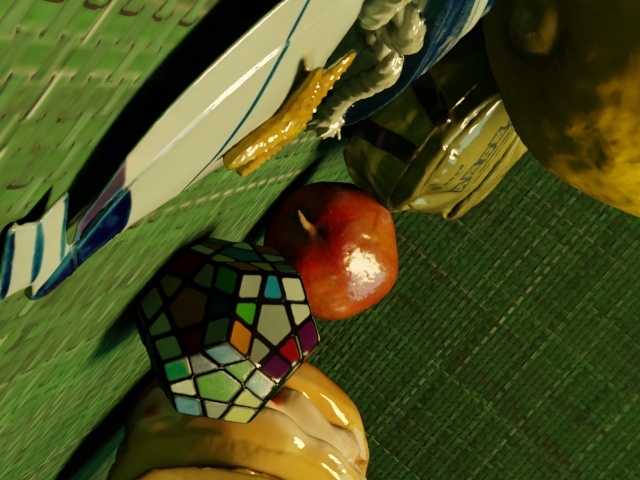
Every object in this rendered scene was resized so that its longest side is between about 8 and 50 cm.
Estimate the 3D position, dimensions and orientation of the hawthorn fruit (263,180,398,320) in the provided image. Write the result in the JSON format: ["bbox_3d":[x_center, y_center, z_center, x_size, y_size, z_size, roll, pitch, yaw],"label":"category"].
[{"bbox_3d":[0.001,0.003,1.064,0.125,0.140,0.125,-35,-140,36],"label":"hawthorn fruit"}]

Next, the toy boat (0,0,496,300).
[{"bbox_3d":[-0.034,-0.070,0.553,0.291,0.067,0.220,-35,169,-25],"label":"toy boat"}]

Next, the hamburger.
[{"bbox_3d":[-0.074,0.217,1.202,0.276,0.276,0.236,-53,-165,38],"label":"hamburger"}]

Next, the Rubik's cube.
[{"bbox_3d":[-0.065,0.061,0.843,0.133,0.133,0.111,-36,141,-72],"label":"Rubik's cube"}]

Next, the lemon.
[{"bbox_3d":[0.261,-0.166,0.820,0.364,0.364,0.364,-49,176,-5],"label":"lemon"}]

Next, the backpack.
[{"bbox_3d":[0.117,-0.113,1.053,0.207,0.140,0.253,-51,169,22],"label":"backpack"}]
